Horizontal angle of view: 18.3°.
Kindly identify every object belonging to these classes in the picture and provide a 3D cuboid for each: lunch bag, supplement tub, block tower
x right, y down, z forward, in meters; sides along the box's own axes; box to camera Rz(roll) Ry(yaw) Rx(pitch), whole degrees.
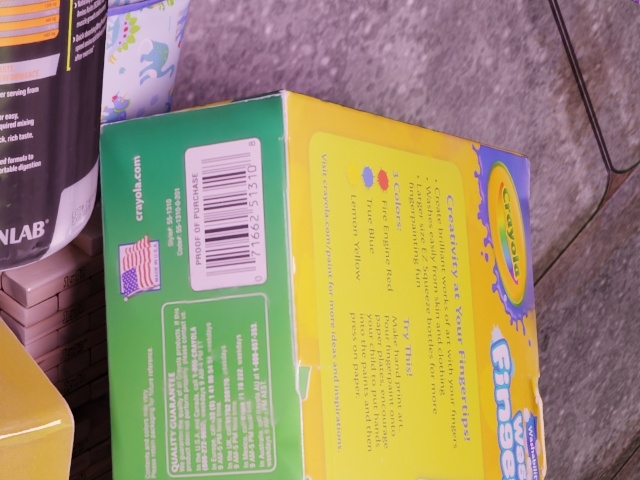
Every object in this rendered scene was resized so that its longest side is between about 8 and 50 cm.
[{"bbox_3d":[-0.170,-0.117,1.341,0.151,0.096,0.129,-33,142,-47],"label":"lunch bag"},{"bbox_3d":[-0.216,-0.155,1.139,0.193,0.193,0.316,-19,125,-44],"label":"supplement tub"},{"bbox_3d":[-0.212,0.118,1.498,0.097,0.091,0.335,-28,138,-37],"label":"block tower"}]

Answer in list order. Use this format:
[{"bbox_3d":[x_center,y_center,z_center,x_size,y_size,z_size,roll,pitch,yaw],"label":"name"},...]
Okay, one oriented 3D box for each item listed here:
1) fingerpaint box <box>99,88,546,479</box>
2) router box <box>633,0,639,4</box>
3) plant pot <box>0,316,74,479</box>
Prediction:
[{"bbox_3d":[0.016,0.145,1.417,0.371,0.163,0.445,7,78,-59],"label":"fingerpaint box"},{"bbox_3d":[0.267,-0.275,1.638,0.309,0.243,0.081,-9,125,-50],"label":"router box"},{"bbox_3d":[-0.303,0.159,1.328,0.187,0.212,0.212,-12,129,-31],"label":"plant pot"}]
